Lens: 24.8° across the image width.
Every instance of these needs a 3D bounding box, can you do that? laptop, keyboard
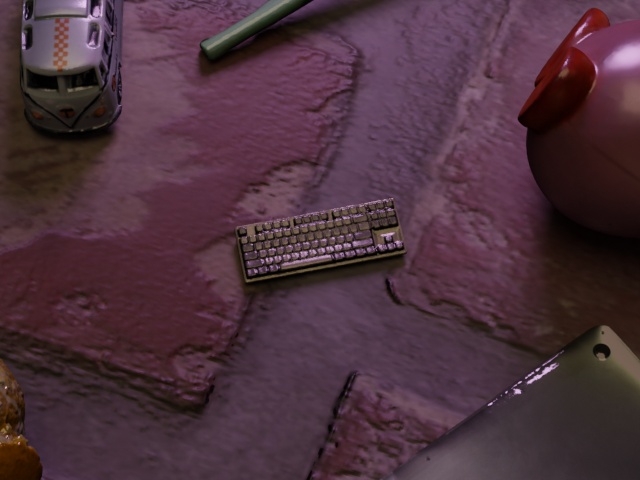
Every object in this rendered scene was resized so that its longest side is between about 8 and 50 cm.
[{"bbox_3d":[0.163,0.196,1.034,0.269,0.015,0.187,-33,67,-15],"label":"laptop"},{"bbox_3d":[0.000,0.000,1.136,0.129,0.015,0.049,-10,63,-5],"label":"keyboard"}]

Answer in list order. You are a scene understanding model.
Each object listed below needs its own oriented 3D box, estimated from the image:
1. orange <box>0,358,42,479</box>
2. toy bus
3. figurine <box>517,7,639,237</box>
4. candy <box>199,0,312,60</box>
[{"bbox_3d":[-0.257,0.141,0.997,0.156,0.134,0.156,-29,45,33],"label":"orange"},{"bbox_3d":[-0.205,-0.185,1.192,0.087,0.089,0.194,-1,64,0],"label":"toy bus"},{"bbox_3d":[0.239,-0.082,1.095,0.173,0.173,0.173,0,63,0],"label":"figurine"},{"bbox_3d":[0.089,-0.272,1.240,0.440,0.119,0.119,-32,67,-8],"label":"candy"}]
